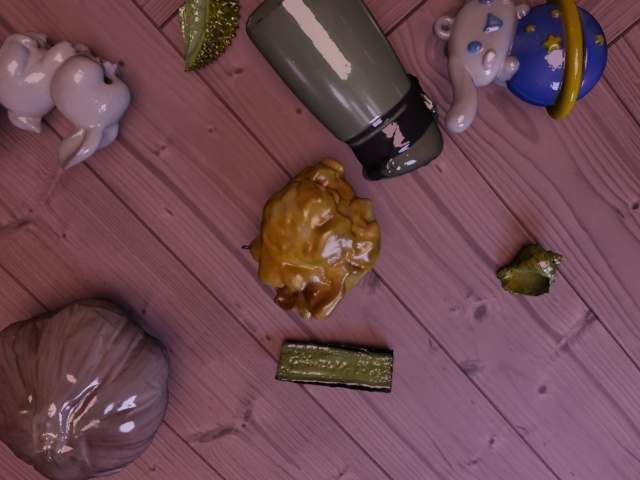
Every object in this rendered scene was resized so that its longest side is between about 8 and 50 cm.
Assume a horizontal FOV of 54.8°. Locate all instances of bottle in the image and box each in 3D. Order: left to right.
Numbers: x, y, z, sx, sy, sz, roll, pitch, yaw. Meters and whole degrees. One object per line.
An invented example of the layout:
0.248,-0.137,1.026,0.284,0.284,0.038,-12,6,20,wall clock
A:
0.052,-0.241,0.946,0.168,0.168,0.347,-38,106,10,bottle

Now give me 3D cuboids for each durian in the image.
-0.182,-0.371,0.958,0.100,0.086,0.215,7,107,13,durian

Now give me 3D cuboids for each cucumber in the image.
0.027,0.230,1.124,0.211,0.062,0.078,4,71,6,cucumber

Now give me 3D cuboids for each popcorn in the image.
0.001,0.004,1.007,0.191,0.190,0.254,40,115,22,popcorn

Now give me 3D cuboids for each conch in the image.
0.363,0.055,1.060,0.121,0.074,0.089,-29,65,30,conch

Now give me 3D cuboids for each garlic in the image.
-0.396,0.259,1.032,0.317,0.259,0.318,1,103,5,garlic

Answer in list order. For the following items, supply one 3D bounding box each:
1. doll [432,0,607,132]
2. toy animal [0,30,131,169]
0.300,-0.315,0.945,0.242,0.159,0.311,-7,81,15,doll
-0.407,-0.226,0.970,0.193,0.127,0.178,29,105,-8,toy animal
